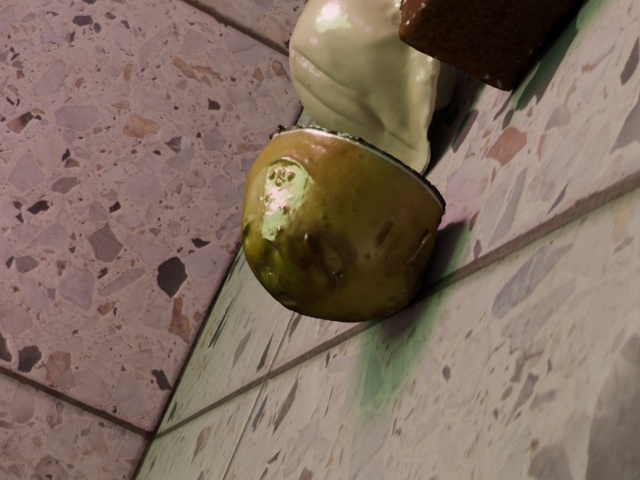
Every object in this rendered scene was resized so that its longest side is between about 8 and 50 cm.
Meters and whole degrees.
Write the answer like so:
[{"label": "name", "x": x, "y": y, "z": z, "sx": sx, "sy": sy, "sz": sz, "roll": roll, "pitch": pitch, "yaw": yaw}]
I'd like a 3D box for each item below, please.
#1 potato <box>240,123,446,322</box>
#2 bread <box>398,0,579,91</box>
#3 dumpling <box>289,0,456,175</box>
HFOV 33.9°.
[{"label": "potato", "x": 0.000, "y": 0.000, "z": 1.274, "sx": 0.196, "sy": 0.246, "sz": 0.299, "roll": -57, "pitch": 5, "yaw": -12}, {"label": "bread", "x": 0.250, "y": -0.355, "z": 1.128, "sx": 0.416, "sy": 0.165, "sz": 0.113, "roll": -54, "pitch": 19, "yaw": 42}, {"label": "dumpling", "x": 0.078, "y": -0.217, "z": 1.532, "sx": 0.395, "sy": 0.233, "sz": 0.316, "roll": 117, "pitch": 142, "yaw": -54}]
